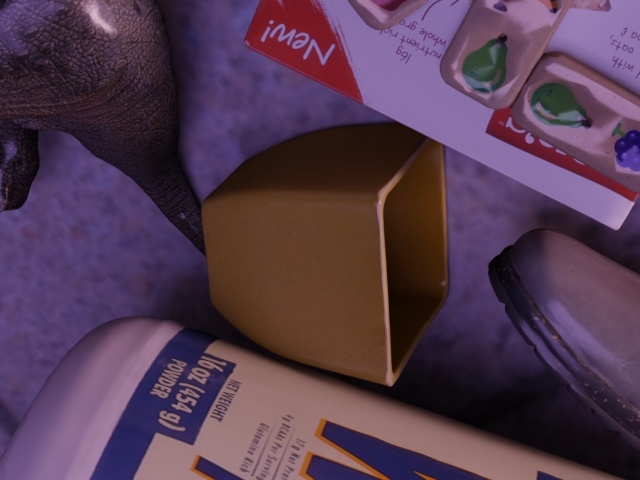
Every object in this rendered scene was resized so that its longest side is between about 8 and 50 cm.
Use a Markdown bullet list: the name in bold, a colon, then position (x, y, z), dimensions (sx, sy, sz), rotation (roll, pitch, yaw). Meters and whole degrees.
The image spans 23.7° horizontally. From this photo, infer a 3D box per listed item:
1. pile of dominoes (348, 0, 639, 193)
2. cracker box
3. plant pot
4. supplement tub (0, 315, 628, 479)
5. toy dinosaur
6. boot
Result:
- **pile of dominoes**: position (0.103, -0.137, 0.459), dimensions (0.196, 0.040, 0.251), rotation (29, 118, 2)
- **cracker box**: position (0.089, -0.139, 0.524), dimensions (0.155, 0.067, 0.232), rotation (26, 119, 2)
- **plant pot**: position (0.000, 0.000, 0.610), dimensions (0.083, 0.081, 0.081), rotation (6, 117, 21)
- **supplement tub**: position (0.027, 0.185, 0.602), dimensions (0.324, 0.235, 0.235), rotation (19, 118, 5)
- **toy dinosaur**: position (-0.137, -0.092, 0.576), dimensions (0.313, 0.121, 0.160), rotation (47, 123, -7)
- **boot**: position (0.201, 0.026, 0.579), dimensions (0.246, 0.083, 0.161), rotation (32, 113, -10)
